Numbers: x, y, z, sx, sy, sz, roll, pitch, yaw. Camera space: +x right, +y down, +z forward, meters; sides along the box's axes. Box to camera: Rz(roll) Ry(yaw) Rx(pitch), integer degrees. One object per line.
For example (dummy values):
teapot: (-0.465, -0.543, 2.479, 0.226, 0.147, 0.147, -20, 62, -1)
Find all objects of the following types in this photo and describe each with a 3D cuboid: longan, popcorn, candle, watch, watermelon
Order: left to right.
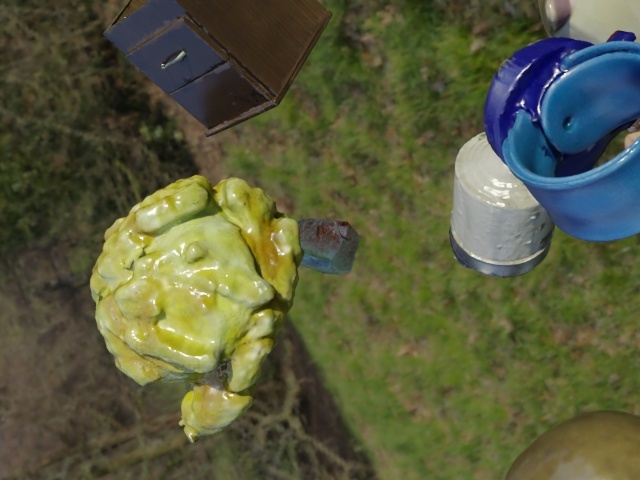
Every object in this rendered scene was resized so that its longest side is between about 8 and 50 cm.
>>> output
popcorn: (-0.172, 0.072, 1.478, 0.279, 0.335, 0.274, 36, 175, -21)
watermelon: (-0.004, 0.009, 1.921, 0.081, 0.180, 0.094, -8, 77, 59)
candle: (0.310, -0.093, 1.812, 0.187, 0.187, 0.330, 55, 162, 34)
longan: (0.370, 0.348, 1.414, 0.258, 0.258, 0.258, 54, 157, 35)
watch: (0.268, -0.103, 1.023, 0.171, 0.196, 0.200, 31, -168, -34)

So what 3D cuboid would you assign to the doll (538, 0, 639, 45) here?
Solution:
doll: (0.423, -0.278, 1.248, 0.226, 0.370, 0.215, 87, -172, -71)

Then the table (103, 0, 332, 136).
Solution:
table: (-0.134, -0.268, 1.377, 0.193, 0.172, 0.169, 42, 148, -24)

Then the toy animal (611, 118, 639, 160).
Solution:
toy animal: (0.431, -0.121, 1.333, 0.150, 0.089, 0.083, -46, 45, 27)
